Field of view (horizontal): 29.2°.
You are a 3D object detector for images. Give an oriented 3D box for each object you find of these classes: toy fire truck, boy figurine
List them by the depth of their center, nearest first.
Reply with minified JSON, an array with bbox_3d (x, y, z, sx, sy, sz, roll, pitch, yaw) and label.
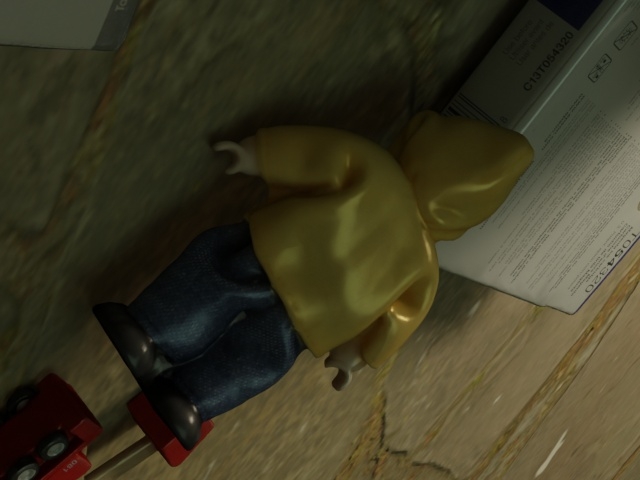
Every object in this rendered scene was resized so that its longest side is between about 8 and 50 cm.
[{"bbox_3d":[0.000,0.000,0.757,0.285,0.092,0.177,-36,109,-10],"label":"boy figurine"},{"bbox_3d":[-0.172,0.149,0.801,0.192,0.047,0.135,-41,150,-7],"label":"toy fire truck"}]

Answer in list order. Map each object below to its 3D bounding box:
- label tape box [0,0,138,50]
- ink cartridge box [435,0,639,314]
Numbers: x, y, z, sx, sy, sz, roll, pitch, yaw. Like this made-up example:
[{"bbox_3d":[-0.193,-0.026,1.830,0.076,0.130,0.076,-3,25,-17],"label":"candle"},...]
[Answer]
[{"bbox_3d":[-0.175,-0.186,0.351,0.334,0.106,0.240,-5,130,-47],"label":"label tape box"},{"bbox_3d":[0.222,-0.100,0.957,0.324,0.071,0.330,-53,151,10],"label":"ink cartridge box"}]
